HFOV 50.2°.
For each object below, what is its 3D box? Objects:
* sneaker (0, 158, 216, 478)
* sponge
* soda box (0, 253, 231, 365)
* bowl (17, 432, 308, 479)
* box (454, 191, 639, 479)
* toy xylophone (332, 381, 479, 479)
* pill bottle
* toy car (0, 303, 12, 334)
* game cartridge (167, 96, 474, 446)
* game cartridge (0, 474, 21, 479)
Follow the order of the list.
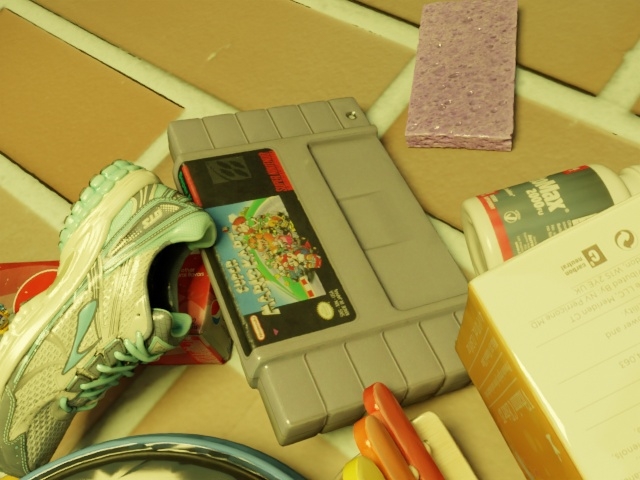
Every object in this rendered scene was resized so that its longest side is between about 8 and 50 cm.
[{"bbox_3d":[-0.183,0.078,0.576,0.122,0.110,0.283,24,88,9],"label":"sneaker"},{"bbox_3d":[0.169,-0.197,0.800,0.117,0.031,0.210,3,62,15],"label":"sponge"},{"bbox_3d":[-0.223,0.075,0.705,0.263,0.083,0.092,-2,58,11],"label":"soda box"},{"bbox_3d":[-0.127,0.331,0.481,0.390,0.077,0.392,1,63,-2],"label":"bowl"},{"bbox_3d":[0.242,0.163,0.431,0.168,0.215,0.345,-26,69,-1],"label":"box"},{"bbox_3d":[0.062,0.240,0.431,0.081,0.322,0.236,-33,92,17],"label":"toy xylophone"},{"bbox_3d":[0.231,-0.011,0.632,0.180,0.108,0.108,-16,58,3],"label":"pill bottle"},{"bbox_3d":[-0.259,0.058,0.649,0.122,0.041,0.060,-37,58,-11],"label":"toy car"},{"bbox_3d":[0.000,0.000,0.664,0.230,0.068,0.355,-10,54,-25],"label":"game cartridge"},{"bbox_3d":[-0.326,0.384,0.510,0.323,0.053,0.285,-28,70,-15],"label":"game cartridge"}]
